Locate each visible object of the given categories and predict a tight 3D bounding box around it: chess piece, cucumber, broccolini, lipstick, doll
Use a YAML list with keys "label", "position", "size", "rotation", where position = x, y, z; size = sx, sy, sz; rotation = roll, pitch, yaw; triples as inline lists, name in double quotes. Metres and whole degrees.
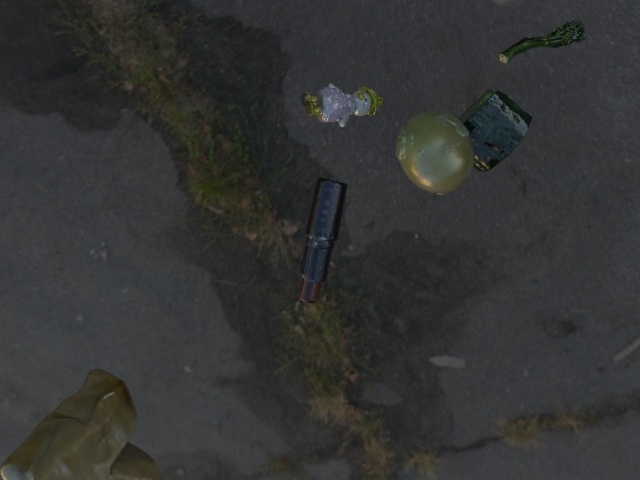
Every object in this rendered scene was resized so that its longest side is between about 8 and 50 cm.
- label: "chess piece"
  position: [-0.210, 0.250, 0.651]
  size: [0.137, 0.137, 0.301]
  rotation: [5, 137, 6]
- label: "cucumber"
  position: [0.396, -0.266, 1.629]
  size: [0.130, 0.191, 0.191]
  rotation: [43, 116, -10]
- label: "broccolini"
  position: [0.415, -0.368, 1.269]
  size: [0.054, 0.239, 0.051]
  rotation: [53, 145, 19]
- label: "lipstick"
  position: [0.000, 0.000, 1.594]
  size: [0.081, 0.081, 0.299]
  rotation: [11, 98, 2]
- label: "doll"
  position: [0.057, -0.332, 1.662]
  size: [0.207, 0.129, 0.081]
  rotation: [-8, 153, -20]

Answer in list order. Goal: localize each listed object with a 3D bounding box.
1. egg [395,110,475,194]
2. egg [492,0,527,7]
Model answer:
- label: "egg"
  position: [0.247, -0.190, 1.470]
  size: [0.164, 0.201, 0.164]
  rotation: [-14, 142, -11]
- label: "egg"
  position: [0.384, -0.520, 1.361]
  size: [0.103, 0.135, 0.103]
  rotation: [-2, 98, -11]
